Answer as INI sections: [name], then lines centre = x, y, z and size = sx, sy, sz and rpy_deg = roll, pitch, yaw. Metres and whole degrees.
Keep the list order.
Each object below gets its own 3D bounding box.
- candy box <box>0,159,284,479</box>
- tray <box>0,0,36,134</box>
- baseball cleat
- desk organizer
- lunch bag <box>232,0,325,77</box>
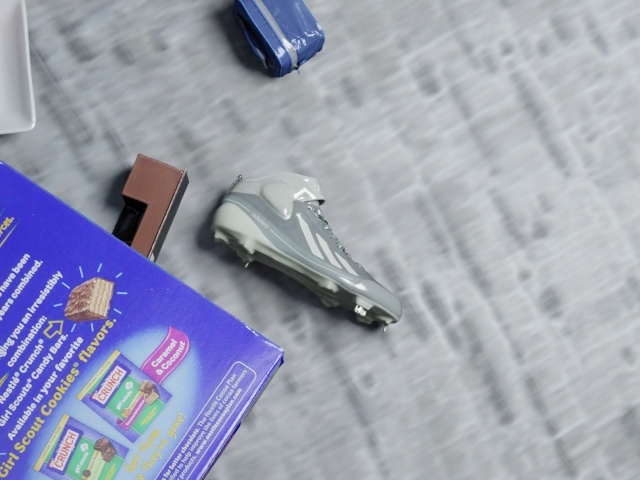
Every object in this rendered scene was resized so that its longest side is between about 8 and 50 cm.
[candy box]
centre = -0.232, 0.116, 1.182
size = 0.317, 0.122, 0.268
rpy_deg = 34, 79, 2
[tray]
centre = -0.419, -0.159, 1.394
size = 0.270, 0.030, 0.145
rpy_deg = -6, 78, -5
[baseball cleat]
centre = 0.000, 0.000, 1.369
size = 0.206, 0.072, 0.109
rpy_deg = 28, 71, -1
[desk organizer]
centre = -0.175, -0.013, 1.371
size = 0.050, 0.047, 0.130
rpy_deg = 21, 77, 3
[lunch bag]
centre = -0.044, -0.209, 1.411
size = 0.065, 0.067, 0.098
rpy_deg = -32, 83, -9
